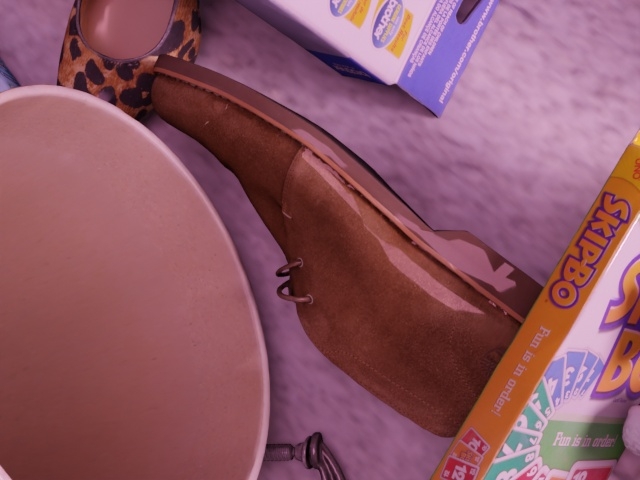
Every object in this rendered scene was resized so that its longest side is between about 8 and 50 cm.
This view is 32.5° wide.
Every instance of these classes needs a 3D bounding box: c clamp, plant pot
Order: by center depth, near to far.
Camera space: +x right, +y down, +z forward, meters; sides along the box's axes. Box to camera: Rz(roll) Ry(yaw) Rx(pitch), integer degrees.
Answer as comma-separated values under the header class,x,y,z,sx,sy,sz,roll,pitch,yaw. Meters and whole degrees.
class,x,y,z,sx,sy,sz,roll,pitch,yaw
plant pot,-0.214,0.080,0.631,0.274,0.256,0.256,-20,76,27
c clamp,-0.056,0.152,0.684,0.161,0.022,0.137,2,81,12

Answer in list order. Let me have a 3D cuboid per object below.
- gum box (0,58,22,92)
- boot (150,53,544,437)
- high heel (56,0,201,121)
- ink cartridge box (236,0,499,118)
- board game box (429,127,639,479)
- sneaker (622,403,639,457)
class,x,y,z,sx,sy,sz,roll,pitch,yaw
gum box,-0.289,-0.083,0.762,0.157,0.041,0.184,-39,76,3
boot,0.000,0.000,0.659,0.305,0.112,0.115,38,96,12
high heel,-0.126,-0.181,0.670,0.093,0.186,0.261,27,87,16
ink cartridge box,-0.001,-0.219,0.630,0.065,0.311,0.185,20,83,52
board game box,0.150,0.066,0.606,0.039,0.124,0.259,25,85,43
sneaker,0.303,0.074,0.587,0.269,0.101,0.153,8,81,7
